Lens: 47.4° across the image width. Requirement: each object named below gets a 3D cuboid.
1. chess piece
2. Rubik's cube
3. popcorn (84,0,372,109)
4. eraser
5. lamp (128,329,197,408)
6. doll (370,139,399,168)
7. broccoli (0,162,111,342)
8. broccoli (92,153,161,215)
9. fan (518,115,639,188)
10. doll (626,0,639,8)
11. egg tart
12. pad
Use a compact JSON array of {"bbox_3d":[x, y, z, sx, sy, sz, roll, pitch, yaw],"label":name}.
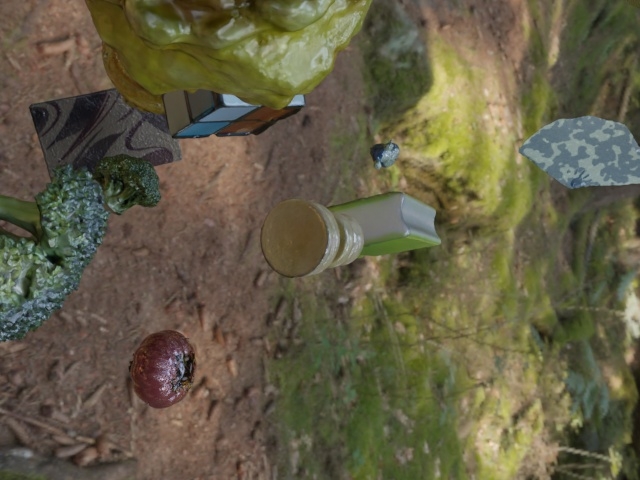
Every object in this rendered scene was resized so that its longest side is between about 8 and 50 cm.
[{"bbox_3d":[0.000,0.000,0.925,0.170,0.094,0.094,5,70,-68],"label":"chess piece"},{"bbox_3d":[-0.152,-0.273,1.210,0.180,0.183,0.167,-9,84,-36],"label":"Rubik's cube"},{"bbox_3d":[-0.052,-0.170,0.439,0.197,0.197,0.156,50,3,-41],"label":"popcorn"},{"bbox_3d":[0.104,-0.020,1.406,0.274,0.210,0.092,6,74,-67],"label":"eraser"},{"bbox_3d":[-0.369,0.296,1.688,0.182,0.140,0.182,4,90,-66],"label":"lamp"},{"bbox_3d":[0.156,-0.208,1.734,0.050,0.076,0.083,44,23,30],"label":"doll"},{"bbox_3d":[-0.491,0.018,1.077,0.302,0.375,0.249,57,-2,-36],"label":"broccoli"},{"bbox_3d":[-0.426,-0.125,1.592,0.138,0.162,0.146,-54,166,-21],"label":"broccoli"},{"bbox_3d":[0.449,-0.144,1.221,0.009,0.240,0.131,-96,-159,-59],"label":"fan"},{"bbox_3d":[0.137,-0.195,0.262,0.129,0.081,0.207,5,93,-42],"label":"doll"},{"bbox_3d":[-0.308,-0.384,1.513,0.116,0.294,0.295,94,-13,-74],"label":"egg tart"},{"bbox_3d":[-0.522,-0.263,1.800,0.004,0.330,0.220,-128,-154,-59],"label":"pad"}]
